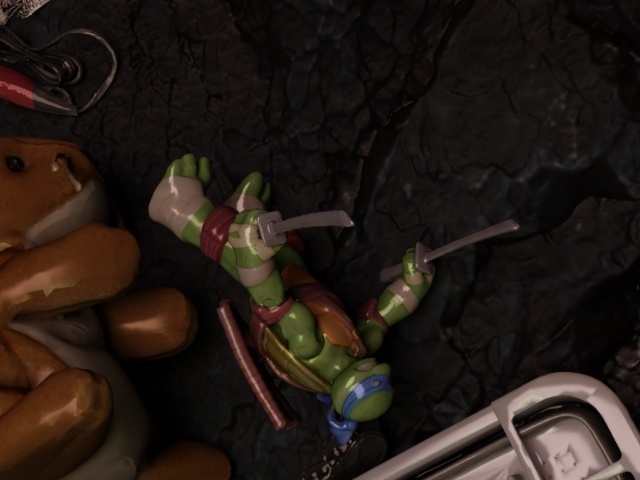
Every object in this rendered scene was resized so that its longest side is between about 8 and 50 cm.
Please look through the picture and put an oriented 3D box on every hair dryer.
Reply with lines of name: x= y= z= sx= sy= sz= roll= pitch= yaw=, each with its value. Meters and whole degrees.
hair dryer: x=-0.372 y=-0.180 z=1.298 sx=0.294 sy=0.080 sz=0.223 roll=-35 pitch=67 yaw=14

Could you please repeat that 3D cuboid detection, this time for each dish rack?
dish rack: x=0.139 y=0.290 z=0.965 sx=0.333 sy=0.072 sz=0.285 roll=-31 pitch=69 yaw=16

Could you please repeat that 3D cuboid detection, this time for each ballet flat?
ballet flat: x=-0.005 y=0.217 z=1.069 sx=0.173 sy=0.057 sz=0.049 roll=-47 pitch=25 yaw=8

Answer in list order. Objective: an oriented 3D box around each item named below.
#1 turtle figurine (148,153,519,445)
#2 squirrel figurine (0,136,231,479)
turtle figurine: x=0.000 y=0.000 z=1.023 sx=0.266 sy=0.198 sz=0.274 roll=40 pitch=138 yaw=35
squirrel figurine: x=-0.315 y=0.093 z=1.114 sx=0.397 sy=0.281 sz=0.370 roll=-29 pitch=62 yaw=14
